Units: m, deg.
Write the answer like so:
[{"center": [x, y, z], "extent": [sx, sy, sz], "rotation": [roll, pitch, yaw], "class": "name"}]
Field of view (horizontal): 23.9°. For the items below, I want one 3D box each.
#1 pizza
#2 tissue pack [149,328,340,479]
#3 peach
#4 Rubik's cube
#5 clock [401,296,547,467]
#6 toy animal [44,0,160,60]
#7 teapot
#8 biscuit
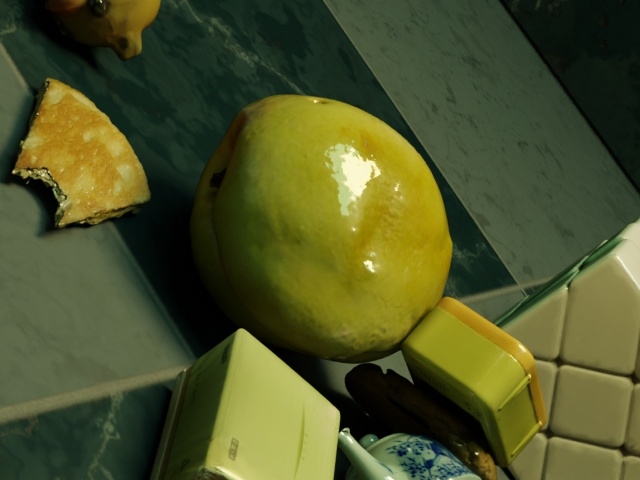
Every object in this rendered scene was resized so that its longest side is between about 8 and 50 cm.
[{"center": [-0.273, -0.080, 1.700], "extent": [0.181, 0.034, 0.262], "rotation": [43, 25, -15], "class": "pizza"}, {"center": [-0.074, 0.225, 1.504], "extent": [0.159, 0.125, 0.234], "rotation": [42, 27, -18], "class": "tissue pack"}, {"center": [-0.003, -0.008, 1.769], "extent": [0.316, 0.281, 0.314], "rotation": [22, 68, -32], "class": "peach"}, {"center": [0.415, 0.191, 2.146], "extent": [0.318, 0.322, 0.316], "rotation": [53, 23, 3], "class": "Rubik's cube"}, {"center": [0.181, 0.165, 1.753], "extent": [0.143, 0.096, 0.202], "rotation": [37, -15, 30], "class": "clock"}, {"center": [-0.294, -0.358, 1.897], "extent": [0.169, 0.195, 0.281], "rotation": [-7, 77, -51], "class": "toy animal"}, {"center": [0.089, 0.277, 1.696], "extent": [0.232, 0.159, 0.159], "rotation": [43, 20, -59], "class": "teapot"}, {"center": [0.121, 0.223, 1.802], "extent": [0.226, 0.042, 0.226], "rotation": [38, -15, 12], "class": "biscuit"}]
